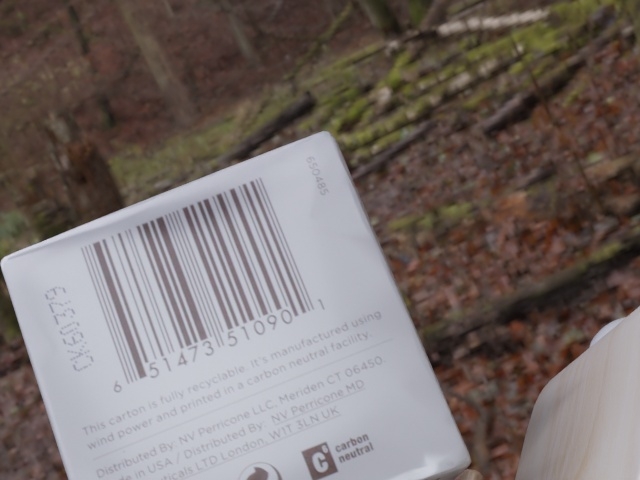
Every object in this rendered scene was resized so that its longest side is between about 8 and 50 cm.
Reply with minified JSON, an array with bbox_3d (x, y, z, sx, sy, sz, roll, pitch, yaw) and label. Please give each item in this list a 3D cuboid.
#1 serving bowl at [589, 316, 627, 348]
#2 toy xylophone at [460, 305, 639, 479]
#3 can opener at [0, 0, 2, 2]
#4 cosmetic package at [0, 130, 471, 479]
[{"bbox_3d":[0.214,0.076,0.692,0.083,0.083,0.027,-35,-26,-49],"label":"serving bowl"},{"bbox_3d":[0.114,0.152,0.441,0.323,0.081,0.236,-66,5,-29],"label":"toy xylophone"},{"bbox_3d":[-0.320,-0.214,0.854,0.076,0.095,0.283,-37,10,25],"label":"can opener"},{"bbox_3d":[-0.032,0.070,0.514,0.151,0.151,0.184,-22,-16,-2],"label":"cosmetic package"}]
